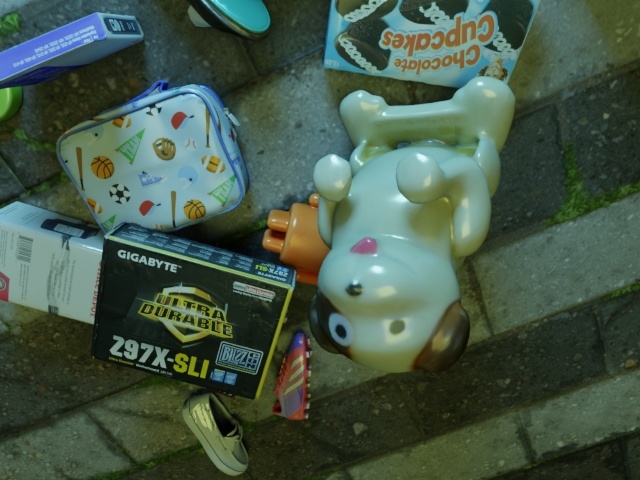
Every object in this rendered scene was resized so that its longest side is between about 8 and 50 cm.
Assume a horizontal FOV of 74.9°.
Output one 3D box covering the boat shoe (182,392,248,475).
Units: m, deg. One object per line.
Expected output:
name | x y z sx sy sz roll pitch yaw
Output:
boat shoe | -0.240 0.484 1.040 0.084 0.095 0.258 -25 114 13

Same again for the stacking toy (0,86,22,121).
stacking toy | -0.683 -0.243 0.670 0.279 0.130 0.309 -38 111 14

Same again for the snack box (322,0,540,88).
snack box | 0.175 -0.359 0.680 0.322 0.060 0.187 6 127 -6

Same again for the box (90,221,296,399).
box | -0.233 0.135 0.761 0.322 0.079 0.257 17 113 -5

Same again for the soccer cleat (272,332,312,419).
soccer cleat | -0.069 0.327 0.988 0.095 0.083 0.248 2 117 1

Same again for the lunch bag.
lunch bag | -0.284 -0.142 0.747 0.303 0.115 0.243 -17 112 6

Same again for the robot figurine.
robot figurine | -0.001 0.002 0.817 0.219 0.128 0.158 12 69 -8

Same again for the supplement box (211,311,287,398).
supplement box | -0.156 0.204 0.898 0.073 0.130 0.239 29 110 -14

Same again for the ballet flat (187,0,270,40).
ballet flat | -0.193 -0.405 0.646 0.280 0.095 0.096 46 149 -10

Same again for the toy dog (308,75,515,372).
toy dog | 0.118 -0.001 0.660 0.285 0.408 0.395 10 142 19

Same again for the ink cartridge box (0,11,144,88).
ink cartridge box | -0.394 -0.281 0.624 0.206 0.208 0.045 -20 117 6

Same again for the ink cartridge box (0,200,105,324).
ink cartridge box | -0.512 0.048 0.826 0.237 0.100 0.172 18 112 -9
